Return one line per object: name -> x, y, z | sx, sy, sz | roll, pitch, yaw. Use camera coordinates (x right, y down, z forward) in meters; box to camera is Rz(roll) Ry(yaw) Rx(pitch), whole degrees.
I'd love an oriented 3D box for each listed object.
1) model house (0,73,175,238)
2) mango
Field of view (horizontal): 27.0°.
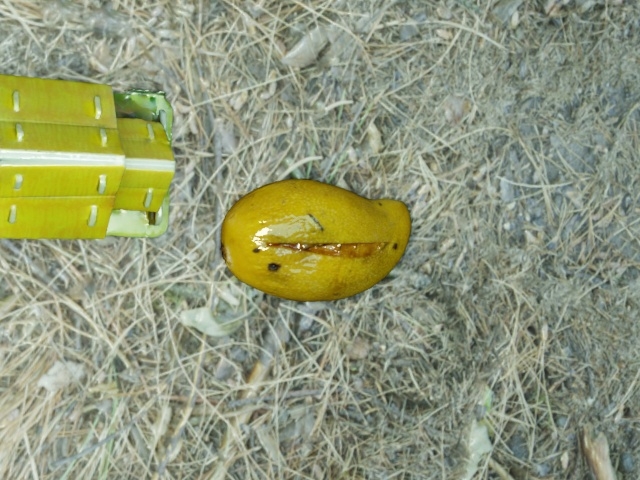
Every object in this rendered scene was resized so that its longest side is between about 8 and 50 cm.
model house -> -0.315, -0.039, 1.698 | 0.300, 0.323, 0.340 | 2, 92, -17
mango -> 0.001, 0.000, 1.907 | 0.294, 0.120, 0.177 | 1, 94, -18
